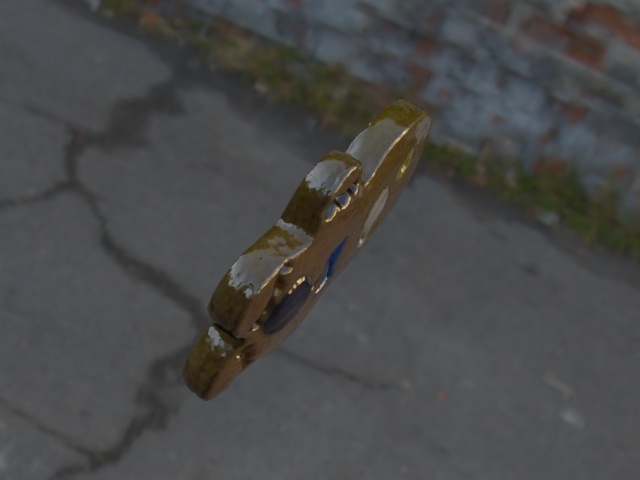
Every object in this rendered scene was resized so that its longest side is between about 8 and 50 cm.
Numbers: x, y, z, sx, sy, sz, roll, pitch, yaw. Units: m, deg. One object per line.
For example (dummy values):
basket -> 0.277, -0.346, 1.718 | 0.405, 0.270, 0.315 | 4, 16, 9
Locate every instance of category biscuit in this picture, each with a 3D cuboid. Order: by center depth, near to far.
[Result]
biscuit -> 0.000, 0.000, 1.166 | 0.039, 0.180, 0.236 | 34, 51, 10
